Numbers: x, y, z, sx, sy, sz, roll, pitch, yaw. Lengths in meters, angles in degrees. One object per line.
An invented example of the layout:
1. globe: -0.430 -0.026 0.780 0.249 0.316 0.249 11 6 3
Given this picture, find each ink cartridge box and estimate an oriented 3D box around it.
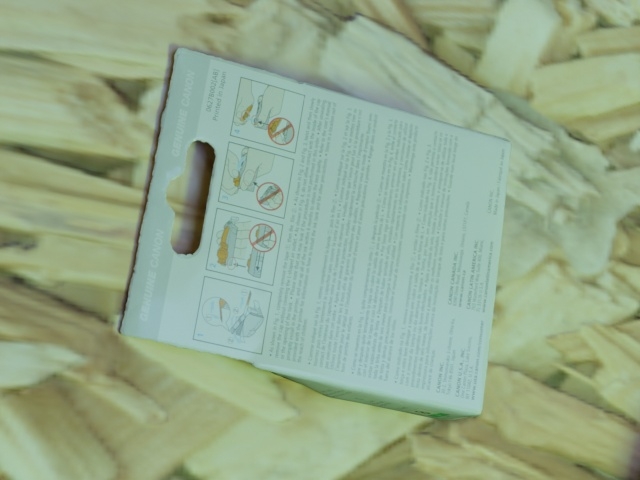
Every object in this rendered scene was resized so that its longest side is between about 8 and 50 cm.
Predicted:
1. ink cartridge box: 0.000 0.000 0.825 0.225 0.056 0.181 13 73 -15
